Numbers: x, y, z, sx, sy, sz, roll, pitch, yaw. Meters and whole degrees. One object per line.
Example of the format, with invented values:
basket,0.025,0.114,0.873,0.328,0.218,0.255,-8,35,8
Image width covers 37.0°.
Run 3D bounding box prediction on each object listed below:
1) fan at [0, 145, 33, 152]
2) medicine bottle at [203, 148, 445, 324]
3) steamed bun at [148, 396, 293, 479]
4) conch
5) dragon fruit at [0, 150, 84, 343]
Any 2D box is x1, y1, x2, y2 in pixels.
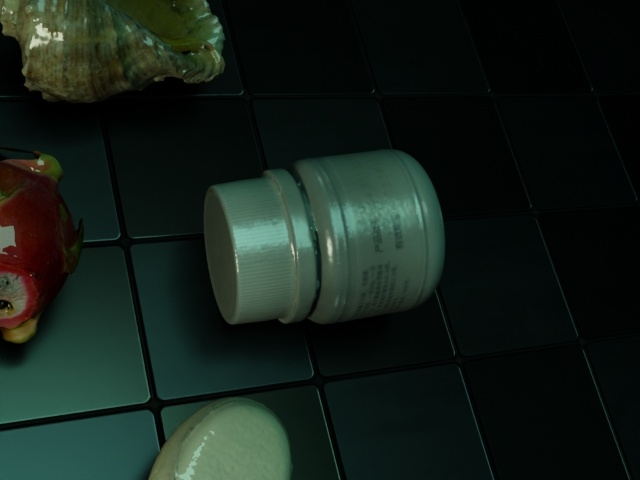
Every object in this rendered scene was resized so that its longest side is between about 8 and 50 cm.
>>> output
fan,-0.548,-0.143,1.310,0.310,0.182,0.010,7,90,2
medicine bottle,0.000,0.000,1.391,0.306,0.245,0.245,-8,68,-18
steamed bun,-0.135,0.313,1.241,0.177,0.131,0.228,34,55,-16
conch,-0.330,-0.331,1.457,0.352,0.210,0.297,22,63,-40
dragon fruit,-0.416,-0.002,1.232,0.224,0.224,0.227,15,39,-16
